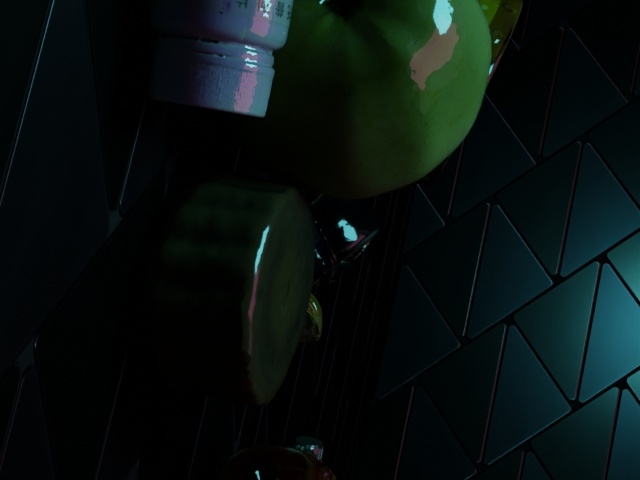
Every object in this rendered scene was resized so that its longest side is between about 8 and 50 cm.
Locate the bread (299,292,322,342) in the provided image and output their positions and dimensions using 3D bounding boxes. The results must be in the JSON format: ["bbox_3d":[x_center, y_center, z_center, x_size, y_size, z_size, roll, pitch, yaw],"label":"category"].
[{"bbox_3d":[-0.037,0.137,1.985,0.157,0.082,0.094,86,7,-47],"label":"bread"}]

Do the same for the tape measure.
[{"bbox_3d":[0.000,0.000,1.738,0.202,0.135,0.223,-38,-179,15],"label":"tape measure"}]

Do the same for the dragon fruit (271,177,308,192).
[{"bbox_3d":[-0.007,-0.189,1.698,0.163,0.189,0.262,-25,135,-38],"label":"dragon fruit"}]

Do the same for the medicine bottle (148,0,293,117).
[{"bbox_3d":[-0.101,-0.264,1.126,0.152,0.151,0.255,-20,119,-76],"label":"medicine bottle"}]

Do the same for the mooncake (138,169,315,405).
[{"bbox_3d":[-0.112,0.056,1.335,0.290,0.161,0.291,9,90,-78],"label":"mooncake"}]

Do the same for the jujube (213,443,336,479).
[{"bbox_3d":[-0.074,0.517,1.700,0.276,0.276,0.377,-57,152,-61],"label":"jujube"}]

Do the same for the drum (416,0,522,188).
[{"bbox_3d":[0.213,-0.333,2.114,0.431,0.214,0.431,26,90,-89],"label":"drum"}]

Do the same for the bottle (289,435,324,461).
[{"bbox_3d":[-0.047,0.530,2.178,0.112,0.112,0.260,-21,121,-76],"label":"bottle"}]

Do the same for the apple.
[{"bbox_3d":[0.035,-0.232,1.334,0.357,0.357,0.357,11,90,-78],"label":"apple"}]
